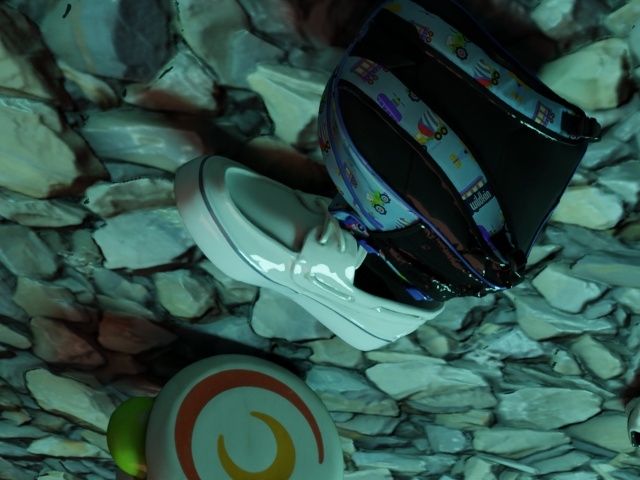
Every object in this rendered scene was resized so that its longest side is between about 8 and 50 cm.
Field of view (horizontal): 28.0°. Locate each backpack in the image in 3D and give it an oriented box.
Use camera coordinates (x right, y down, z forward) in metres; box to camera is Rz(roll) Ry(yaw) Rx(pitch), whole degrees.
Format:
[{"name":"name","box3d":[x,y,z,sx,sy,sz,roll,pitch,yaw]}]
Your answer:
[{"name":"backpack","box3d":[0.069,-0.064,0.823,0.173,0.158,0.117,41,153,-17]}]

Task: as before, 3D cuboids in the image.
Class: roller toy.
[{"name":"roller toy","box3d":[-0.086,0.218,1.188,0.209,0.191,0.146,52,142,10]}]

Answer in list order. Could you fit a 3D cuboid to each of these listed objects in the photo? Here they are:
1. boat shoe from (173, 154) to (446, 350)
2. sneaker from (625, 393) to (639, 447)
[{"name":"boat shoe","box3d":[0.000,0.000,0.982,0.084,0.095,0.258,-25,142,31]},{"name":"sneaker","box3d":[0.300,0.147,1.140,0.040,0.044,0.109,9,142,3]}]
